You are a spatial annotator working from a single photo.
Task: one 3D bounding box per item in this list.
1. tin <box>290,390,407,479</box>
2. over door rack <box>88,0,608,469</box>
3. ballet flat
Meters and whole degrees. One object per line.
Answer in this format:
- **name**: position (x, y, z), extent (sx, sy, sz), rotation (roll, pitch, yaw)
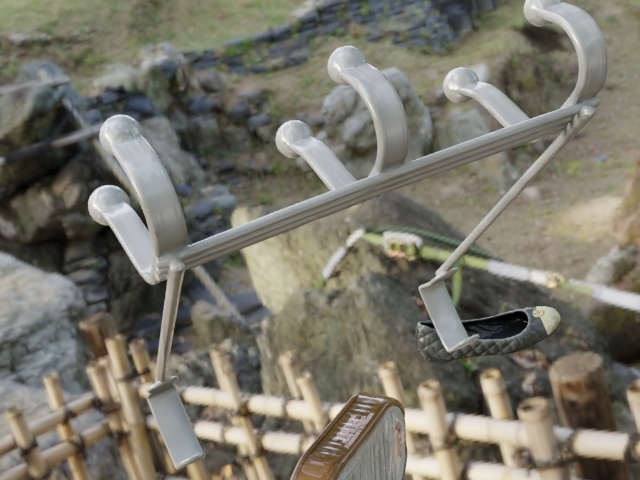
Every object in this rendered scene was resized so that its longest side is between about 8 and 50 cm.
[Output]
- **tin**: position (0.026, 0.197, 0.790), extent (0.040, 0.106, 0.190), rotation (8, 23, 23)
- **over door rack**: position (0.000, 0.000, 0.566), extent (0.240, 0.108, 0.324), rotation (-20, -26, -17)
- **ballet flat**: position (0.197, 0.105, 1.146), extent (0.173, 0.049, 0.057), rotation (-13, 28, 0)
